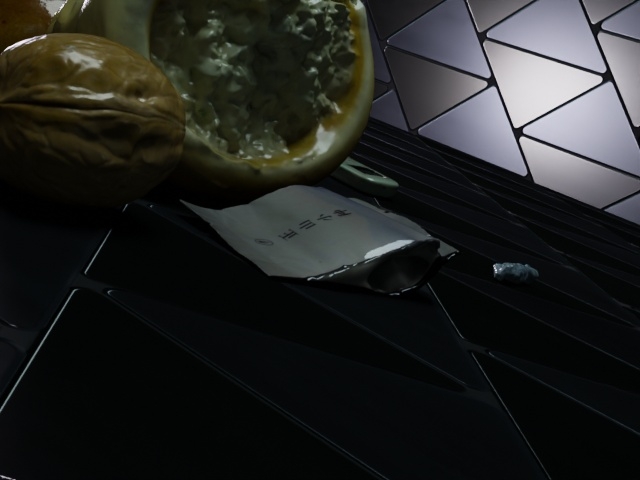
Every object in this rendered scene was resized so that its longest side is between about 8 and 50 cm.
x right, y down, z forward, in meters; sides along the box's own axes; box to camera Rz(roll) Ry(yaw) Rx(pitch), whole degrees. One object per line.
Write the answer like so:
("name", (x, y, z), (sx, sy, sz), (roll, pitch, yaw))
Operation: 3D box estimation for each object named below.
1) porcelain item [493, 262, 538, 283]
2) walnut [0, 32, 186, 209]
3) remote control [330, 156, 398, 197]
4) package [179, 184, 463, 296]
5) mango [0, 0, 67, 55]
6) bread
("porcelain item", (0.262, 0.044, 1.463), (0.036, 0.028, 0.083), (6, 1, 42))
("walnut", (-0.223, -0.111, 1.023), (0.165, 0.165, 0.197), (25, 15, 29))
("remote control", (0.020, -0.140, 1.936), (0.090, 0.038, 0.309), (10, 14, -39))
("package", (0.000, 0.000, 1.174), (0.251, 0.062, 0.204), (-5, 23, -35))
("mango", (-0.422, -0.275, 1.469), (0.287, 0.201, 0.152), (11, -23, -3))
("bread", (-0.123, -0.225, 1.332), (0.424, 0.328, 0.245), (0, 21, -45))
